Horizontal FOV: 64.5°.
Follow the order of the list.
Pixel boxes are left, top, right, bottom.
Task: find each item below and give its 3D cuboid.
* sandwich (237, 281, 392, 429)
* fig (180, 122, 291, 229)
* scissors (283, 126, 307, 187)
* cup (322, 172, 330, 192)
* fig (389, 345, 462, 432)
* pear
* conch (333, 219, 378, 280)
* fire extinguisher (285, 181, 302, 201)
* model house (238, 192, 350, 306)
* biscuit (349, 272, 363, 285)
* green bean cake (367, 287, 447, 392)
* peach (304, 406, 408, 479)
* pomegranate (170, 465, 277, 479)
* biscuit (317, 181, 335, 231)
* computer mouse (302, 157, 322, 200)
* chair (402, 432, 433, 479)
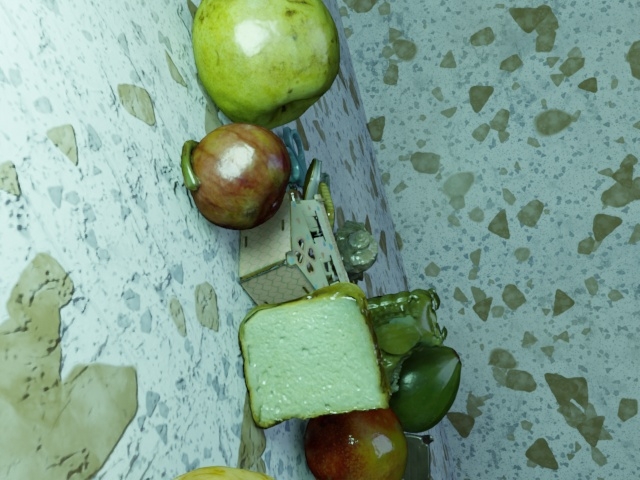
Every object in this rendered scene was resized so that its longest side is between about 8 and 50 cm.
[{"bbox_3d":[-0.017,0.206,0.909,0.087,0.251,0.226,-4,78,-75],"label":"sandwich"},{"bbox_3d":[-0.150,-0.118,0.890,0.205,0.205,0.205,-14,90,-73],"label":"fig"},{"bbox_3d":[-0.046,-0.168,1.518,0.360,0.029,0.191,64,25,-45],"label":"scissors"},{"bbox_3d":[0.013,-0.173,1.628,0.054,0.075,0.083,16,61,-45],"label":"cup"},{"bbox_3d":[0.334,0.474,1.714,0.316,0.316,0.316,-14,90,-73],"label":"fig"},{"bbox_3d":[-0.118,-0.388,1.034,0.304,0.304,0.304,-14,90,-73],"label":"pear"},{"bbox_3d":[0.094,0.037,1.595,0.245,0.163,0.178,103,5,-55],"label":"conch"},{"bbox_3d":[-0.065,-0.077,1.337,0.062,0.050,0.177,124,-45,-77],"label":"fire extinguisher"},{"bbox_3d":[-0.061,0.064,1.065,0.244,0.169,0.326,-11,83,-66],"label":"model house"},{"bbox_3d":[0.123,0.135,1.789,0.183,0.039,0.174,6,70,-71],"label":"biscuit"},{"bbox_3d":[0.230,0.304,1.525,0.202,0.310,0.285,2,72,-75],"label":"green bean cake"},{"bbox_3d":[0.076,0.438,1.083,0.231,0.231,0.231,-14,90,-73],"label":"peach"},{"bbox_3d":[-0.117,0.357,0.520,0.248,0.248,0.248,-14,90,-73],"label":"pomegranate"},{"bbox_3d":[0.000,0.000,1.276,0.172,0.029,0.254,-104,-160,-56],"label":"biscuit"},{"bbox_3d":[-0.023,-0.111,1.416,0.126,0.056,0.245,-84,175,-45],"label":"computer mouse"},{"bbox_3d":[0.242,0.669,1.508,0.326,0.175,0.183,55,34,-64],"label":"chair"}]
